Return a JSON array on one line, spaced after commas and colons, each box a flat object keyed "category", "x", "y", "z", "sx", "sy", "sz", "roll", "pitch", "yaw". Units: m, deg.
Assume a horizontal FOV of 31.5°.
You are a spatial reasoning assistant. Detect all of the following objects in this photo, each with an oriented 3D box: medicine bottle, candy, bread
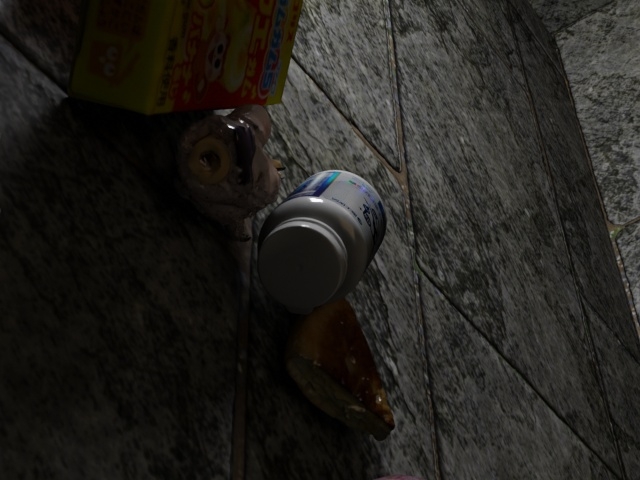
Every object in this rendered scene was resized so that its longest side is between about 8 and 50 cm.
[{"category": "medicine bottle", "x": 0.000, "y": 0.000, "z": 1.106, "sx": 0.107, "sy": 0.107, "sz": 0.191, "roll": 59, "pitch": 18, "yaw": -7}, {"category": "candy", "x": -0.112, "y": -0.194, "z": 1.042, "sx": 0.276, "sy": 0.088, "sz": 0.146, "roll": -19, "pitch": 124, "yaw": -68}, {"category": "bread", "x": 0.004, "y": 0.118, "z": 1.074, "sx": 0.136, "sy": 0.054, "sz": 0.154, "roll": 19, "pitch": 42, "yaw": -60}]

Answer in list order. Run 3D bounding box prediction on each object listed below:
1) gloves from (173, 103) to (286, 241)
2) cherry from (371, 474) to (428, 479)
[{"category": "gloves", "x": -0.088, "y": -0.068, "z": 1.035, "sx": 0.144, "sy": 0.094, "sz": 0.111, "roll": 61, "pitch": 19, "yaw": -68}, {"category": "cherry", "x": 0.061, "y": 0.279, "z": 0.918, "sx": 0.176, "sy": 0.139, "sz": 0.176, "roll": -3, "pitch": 90, "yaw": -74}]
